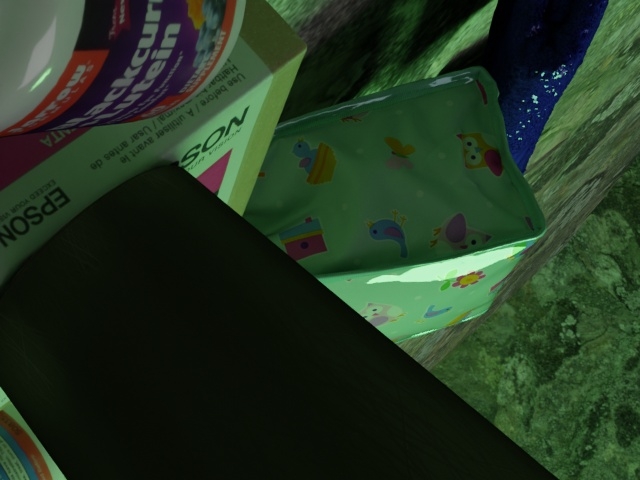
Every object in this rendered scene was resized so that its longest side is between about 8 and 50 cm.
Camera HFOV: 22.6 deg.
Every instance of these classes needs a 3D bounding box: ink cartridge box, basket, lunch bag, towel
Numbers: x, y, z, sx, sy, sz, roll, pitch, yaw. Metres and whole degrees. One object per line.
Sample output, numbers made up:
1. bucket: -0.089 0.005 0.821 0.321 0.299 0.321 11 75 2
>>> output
1. ink cartridge box: -0.131 -0.015 0.795 0.234 0.088 0.193 -39 169 -27
2. basket: -0.031 0.089 0.710 0.154 0.227 0.204 -53 167 34
3. lunch bag: 0.000 0.000 1.144 0.262 0.160 0.223 -15 164 -9
4. towel: 0.172 -0.158 1.214 0.308 0.076 0.228 102 4 -72

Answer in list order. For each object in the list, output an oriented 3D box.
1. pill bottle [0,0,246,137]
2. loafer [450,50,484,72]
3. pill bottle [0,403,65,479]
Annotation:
1. pill bottle: -0.109 -0.088 0.540 0.108 0.108 0.193 -49 169 20
2. loafer: 0.142 -0.121 1.459 0.220 0.080 0.078 -41 169 -20
3. pill bottle: -0.263 0.185 0.945 0.221 0.124 0.124 -31 162 -53
